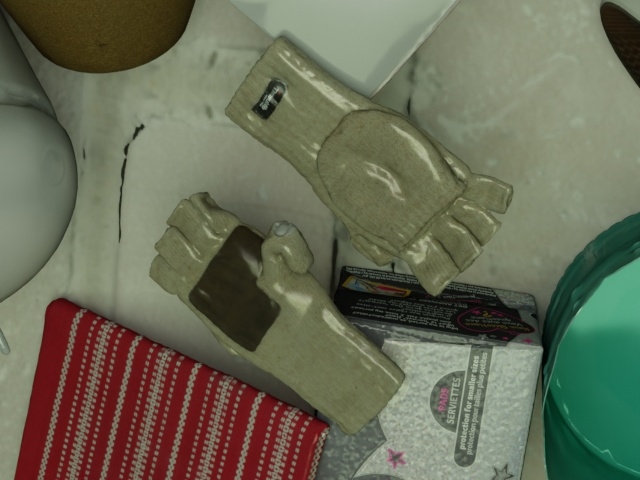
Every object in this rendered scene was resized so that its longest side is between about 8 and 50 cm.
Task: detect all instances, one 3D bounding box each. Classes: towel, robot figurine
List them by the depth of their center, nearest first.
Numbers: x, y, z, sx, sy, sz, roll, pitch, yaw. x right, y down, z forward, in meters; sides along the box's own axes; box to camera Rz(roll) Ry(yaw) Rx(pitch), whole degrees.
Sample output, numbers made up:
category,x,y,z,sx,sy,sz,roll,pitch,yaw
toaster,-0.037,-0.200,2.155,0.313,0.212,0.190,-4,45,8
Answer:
category,x,y,z,sx,sy,sz,roll,pitch,yaw
robot figurine,-0.297,-0.088,1.285,0.200,0.300,0.353,-30,66,0
towel,-0.125,0.177,1.409,0.275,0.031,0.198,22,107,30

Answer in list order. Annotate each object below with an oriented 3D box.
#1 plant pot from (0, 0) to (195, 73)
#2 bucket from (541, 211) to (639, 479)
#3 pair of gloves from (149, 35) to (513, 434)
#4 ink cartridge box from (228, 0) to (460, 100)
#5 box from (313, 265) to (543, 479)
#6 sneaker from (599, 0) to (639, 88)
category,x,y,z,sx,sy,sz,roll,pitch,yaw
plant pot,-0.164,-0.248,1.263,0.237,0.237,0.254,0,137,4
bucket,0.288,0.105,1.353,0.281,0.183,0.281,1,106,3
pair of gloves,0.000,0.000,1.271,0.204,0.042,0.240,34,122,7
ink cartridge box,0.026,-0.193,1.295,0.128,0.176,0.127,40,106,-6
box,0.073,0.165,1.403,0.163,0.142,0.247,9,106,2
sneaker,0.339,-0.113,1.350,0.290,0.106,0.123,38,78,-3
